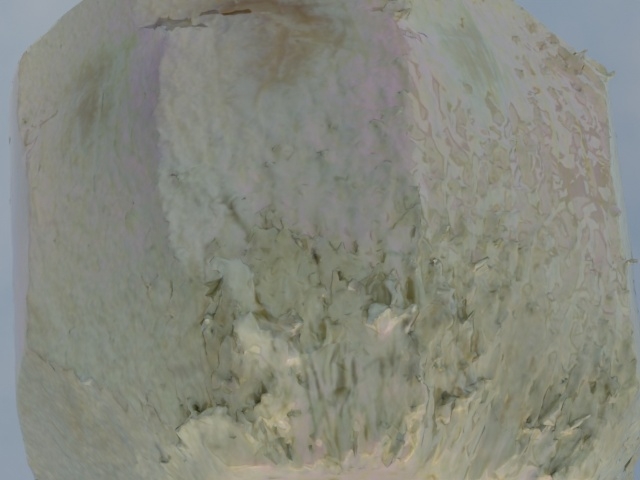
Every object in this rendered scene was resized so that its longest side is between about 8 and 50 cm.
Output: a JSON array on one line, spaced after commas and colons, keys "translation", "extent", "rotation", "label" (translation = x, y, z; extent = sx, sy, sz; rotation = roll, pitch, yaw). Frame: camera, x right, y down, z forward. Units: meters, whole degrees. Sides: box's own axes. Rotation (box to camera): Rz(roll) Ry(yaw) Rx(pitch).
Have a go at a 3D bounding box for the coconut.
[{"translation": [0.000, 0.000, 0.816], "extent": [0.297, 0.297, 0.309], "rotation": [-13, -119, 14], "label": "coconut"}]
